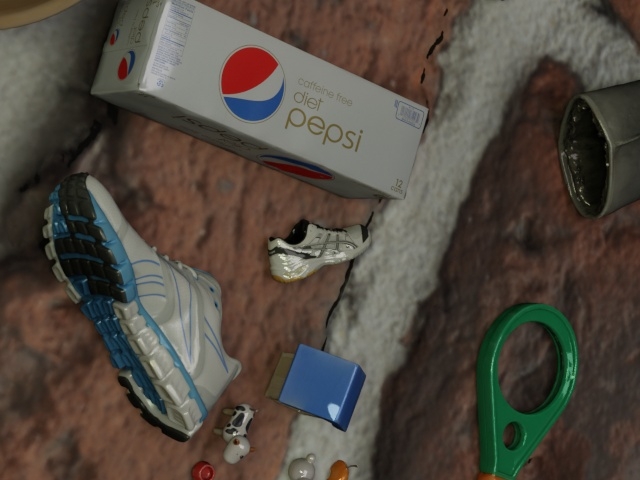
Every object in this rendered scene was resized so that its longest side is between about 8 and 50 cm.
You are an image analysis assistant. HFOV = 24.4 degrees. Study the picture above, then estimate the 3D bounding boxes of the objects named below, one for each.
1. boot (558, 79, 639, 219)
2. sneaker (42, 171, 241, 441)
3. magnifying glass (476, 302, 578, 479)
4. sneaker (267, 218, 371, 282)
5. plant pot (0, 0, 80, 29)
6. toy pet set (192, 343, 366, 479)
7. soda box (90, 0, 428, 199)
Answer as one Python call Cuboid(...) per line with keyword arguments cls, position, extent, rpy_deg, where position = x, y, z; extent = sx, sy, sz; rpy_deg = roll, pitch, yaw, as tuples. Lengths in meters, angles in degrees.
Cuboid(cls="boot", position=(0.281, -0.127, 1.204), extent=(0.209, 0.076, 0.189), rpy_deg=(-12, 96, -27))
Cuboid(cls="sneaker", position=(-0.108, 0.031, 0.946), extent=(0.083, 0.071, 0.190), rpy_deg=(-42, 122, -33))
Cuboid(cls="magnifying glass", position=(0.142, 0.159, 1.143), extent=(0.092, 0.026, 0.230), rpy_deg=(25, 76, -33))
Cuboid(cls="sneaker", position=(0.000, 0.000, 1.032), extent=(0.083, 0.032, 0.037), rpy_deg=(-23, 105, -32))
Cuboid(cls="plant pot", position=(-0.198, -0.243, 0.812), extent=(0.237, 0.237, 0.109), rpy_deg=(50, 25, -25))
Cuboid(cls="toy pet set", position=(-0.006, 0.137, 1.013), extent=(0.122, 0.065, 0.114), rpy_deg=(29, 76, -32))
Cuboid(cls="soda box", position=(-0.036, -0.091, 0.979), extent=(0.216, 0.074, 0.069), rpy_deg=(22, 80, -33))
